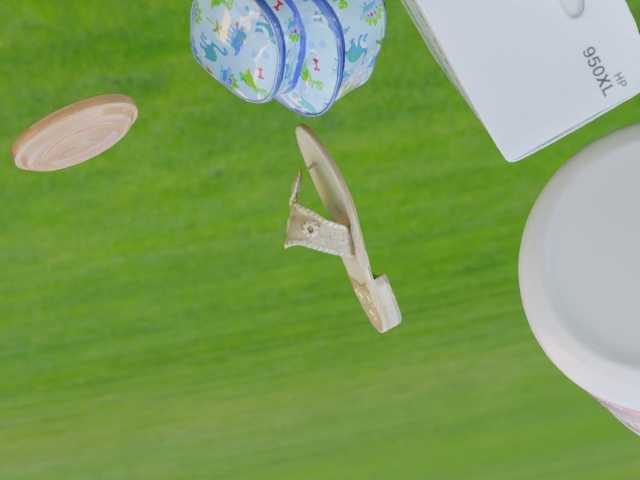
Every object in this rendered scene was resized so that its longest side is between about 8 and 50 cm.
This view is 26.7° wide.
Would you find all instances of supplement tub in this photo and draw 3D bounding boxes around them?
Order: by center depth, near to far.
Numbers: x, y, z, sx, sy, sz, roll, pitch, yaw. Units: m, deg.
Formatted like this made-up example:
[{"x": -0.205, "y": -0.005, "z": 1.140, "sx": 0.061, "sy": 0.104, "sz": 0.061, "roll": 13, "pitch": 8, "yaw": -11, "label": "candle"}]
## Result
[{"x": 0.259, "y": 0.044, "z": 0.933, "sx": 0.191, "sy": 0.191, "sz": 0.272, "roll": -16, "pitch": 158, "yaw": 19, "label": "supplement tub"}]

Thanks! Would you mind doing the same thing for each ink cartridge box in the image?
[{"x": 0.152, "y": -0.286, "z": 1.347, "sx": 0.166, "sy": 0.285, "sz": 0.395, "roll": -30, "pitch": -158, "yaw": 6, "label": "ink cartridge box"}]

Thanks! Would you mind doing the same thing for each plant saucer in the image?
[{"x": -0.152, "y": -0.065, "z": 0.841, "sx": 0.083, "sy": 0.013, "sz": 0.083, "roll": -25, "pitch": 169, "yaw": -5, "label": "plant saucer"}]

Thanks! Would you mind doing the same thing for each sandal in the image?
[{"x": 0.002, "y": 0.000, "z": 1.430, "sx": 0.079, "sy": 0.240, "sz": 0.088, "roll": -28, "pitch": -171, "yaw": -14, "label": "sandal"}]

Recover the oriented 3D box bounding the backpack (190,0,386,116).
[{"x": -0.024, "y": -0.134, "z": 0.846, "sx": 0.084, "sy": 0.114, "sz": 0.105, "roll": -40, "pitch": 157, "yaw": -36, "label": "backpack"}]
